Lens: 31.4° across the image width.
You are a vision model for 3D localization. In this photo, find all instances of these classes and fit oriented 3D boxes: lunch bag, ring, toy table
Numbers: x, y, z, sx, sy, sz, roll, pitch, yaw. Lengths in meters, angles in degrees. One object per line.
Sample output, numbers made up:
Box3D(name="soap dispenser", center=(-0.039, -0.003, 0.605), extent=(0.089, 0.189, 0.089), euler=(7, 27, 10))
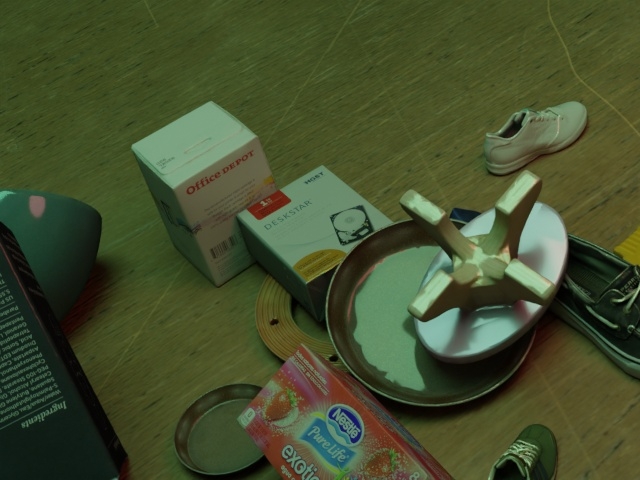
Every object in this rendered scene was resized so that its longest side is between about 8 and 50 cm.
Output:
Box3D(name="lunch bag", center=(0.237, -0.004, 1.821), extent=(0.067, 0.065, 0.098), euler=(8, 28, -29))
Box3D(name="ring", center=(0.060, 0.091, 1.815), extent=(0.337, 0.032, 0.336), euler=(-11, 40, 9))
Box3D(name="toy table", center=(0.227, 0.030, 1.580), extent=(0.252, 0.161, 0.274), euler=(24, 74, 25))

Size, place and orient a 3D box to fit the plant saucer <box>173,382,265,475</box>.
Box3D(name="plant saucer", center=(-0.133, 0.282, 1.673), extent=(0.168, 0.029, 0.168), euler=(-10, 42, 9))

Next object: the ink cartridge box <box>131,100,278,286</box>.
Box3D(name="ink cartridge box", center=(-0.183, -0.082, 1.941), extent=(0.171, 0.232, 0.168), euler=(-33, 42, -17))

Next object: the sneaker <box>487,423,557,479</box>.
Box3D(name="sneaker", center=(0.258, 0.298, 1.464), extent=(0.064, 0.086, 0.192), euler=(8, 46, 27))

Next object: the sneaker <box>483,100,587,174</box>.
Box3D(name="sneaker", center=(0.375, -0.199, 1.973), extent=(0.212, 0.094, 0.080), euler=(-31, 41, -15))

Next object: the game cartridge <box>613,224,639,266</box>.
Box3D(name="game cartridge", center=(0.640, -0.001, 1.687), extent=(0.324, 0.052, 0.285), euler=(-36, 43, -22))

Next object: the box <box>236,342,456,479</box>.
Box3D(name="box", center=(0.047, 0.290, 1.474), extent=(0.142, 0.154, 0.300), euler=(-50, 43, 2))

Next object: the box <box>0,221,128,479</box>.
Box3D(name="box", center=(-0.446, 0.186, 1.551), extent=(0.212, 0.395, 0.293), euler=(-28, -2, -10))

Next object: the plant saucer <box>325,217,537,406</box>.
Box3D(name="plant saucer", center=(0.164, 0.108, 1.683), extent=(0.311, 0.050, 0.310), euler=(-3, 60, 5))

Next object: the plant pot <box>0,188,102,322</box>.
Box3D(name="plant pot", center=(-0.516, 0.055, 1.917), extent=(0.290, 0.290, 0.195), euler=(-8, 72, 12))

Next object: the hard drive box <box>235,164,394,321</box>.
Box3D(name="hard drive box", center=(0.000, 0.000, 1.847), extent=(0.181, 0.089, 0.232), euler=(-32, 42, -16))

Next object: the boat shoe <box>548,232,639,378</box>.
Box3D(name="boat shoe", center=(0.425, 0.093, 1.608), extent=(0.121, 0.119, 0.335), euler=(-38, 44, -22))
